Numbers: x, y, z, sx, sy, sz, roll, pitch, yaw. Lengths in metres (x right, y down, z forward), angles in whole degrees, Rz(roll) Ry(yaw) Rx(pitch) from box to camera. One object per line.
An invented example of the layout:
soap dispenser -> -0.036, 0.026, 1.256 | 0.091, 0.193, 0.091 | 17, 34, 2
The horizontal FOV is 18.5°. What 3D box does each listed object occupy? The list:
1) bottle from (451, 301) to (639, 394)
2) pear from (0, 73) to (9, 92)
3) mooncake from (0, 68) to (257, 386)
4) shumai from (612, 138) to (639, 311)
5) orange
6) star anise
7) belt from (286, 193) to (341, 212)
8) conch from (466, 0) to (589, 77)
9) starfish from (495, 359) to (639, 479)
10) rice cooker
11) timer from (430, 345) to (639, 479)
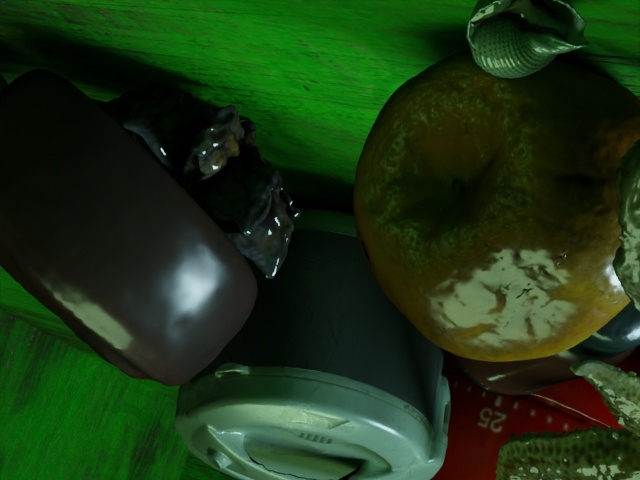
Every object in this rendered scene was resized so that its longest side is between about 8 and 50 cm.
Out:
bottle -> 0.236, 0.073, 1.927 | 0.144, 0.144, 0.336 | 22, 168, -9
pear -> -0.415, -0.125, 2.042 | 0.198, 0.198, 0.198 | 20, 168, 4
mooncake -> -0.229, -0.013, 1.922 | 0.326, 0.174, 0.334 | 48, 170, -36
shumai -> 0.284, -0.048, 1.345 | 0.161, 0.209, 0.153 | 15, -148, 3
orange -> 0.152, -0.021, 1.486 | 0.249, 0.249, 0.183 | 9, 179, 44
star anise -> -0.103, -0.075, 1.939 | 0.223, 0.109, 0.236 | 50, 172, -20
belt -> 0.000, 0.000, 2.205 | 0.140, 0.058, 0.105 | 25, 164, -23
conch -> 0.137, -0.148, 1.326 | 0.085, 0.057, 0.076 | -15, 136, 17
starfish -> 0.393, 0.249, 1.882 | 0.432, 0.082, 0.324 | 17, 144, -1
rice cooker -> -0.001, 0.135, 2.090 | 0.288, 0.277, 0.288 | 6, 154, 3
timer -> 0.260, 0.228, 2.265 | 0.378, 0.279, 0.378 | 22, 170, 4
